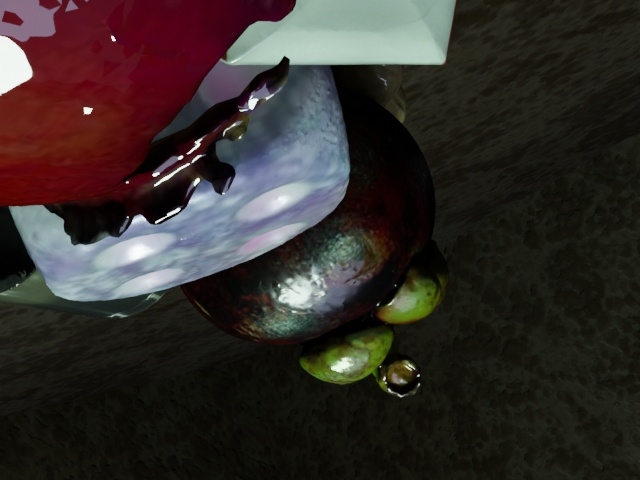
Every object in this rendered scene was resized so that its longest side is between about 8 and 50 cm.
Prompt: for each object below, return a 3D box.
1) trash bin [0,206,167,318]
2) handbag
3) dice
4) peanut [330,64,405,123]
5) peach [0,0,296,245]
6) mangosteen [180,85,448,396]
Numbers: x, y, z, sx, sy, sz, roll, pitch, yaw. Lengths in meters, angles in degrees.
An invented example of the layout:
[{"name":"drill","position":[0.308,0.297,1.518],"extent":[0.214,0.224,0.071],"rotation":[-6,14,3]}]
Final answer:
[{"name":"trash bin","position":[-0.297,-0.023,1.247],"extent":[0.252,0.203,0.301],"rotation":[-2,172,16]},{"name":"handbag","position":[-0.043,-0.220,0.732],"extent":[0.171,0.298,0.151],"rotation":[-5,117,-30]},{"name":"dice","position":[-0.142,-0.117,0.945],"extent":[0.271,0.270,0.270],"rotation":[-19,167,-8]},{"name":"peanut","position":[0.052,-0.182,1.343],"extent":[0.110,0.120,0.236],"rotation":[-22,171,-11]},{"name":"peach","position":[-0.171,-0.183,0.518],"extent":[0.353,0.339,0.416],"rotation":[10,167,0]},{"name":"mangosteen","position":[0.000,0.000,1.229],"extent":[0.306,0.359,0.306],"rotation":[-39,-167,11]}]
